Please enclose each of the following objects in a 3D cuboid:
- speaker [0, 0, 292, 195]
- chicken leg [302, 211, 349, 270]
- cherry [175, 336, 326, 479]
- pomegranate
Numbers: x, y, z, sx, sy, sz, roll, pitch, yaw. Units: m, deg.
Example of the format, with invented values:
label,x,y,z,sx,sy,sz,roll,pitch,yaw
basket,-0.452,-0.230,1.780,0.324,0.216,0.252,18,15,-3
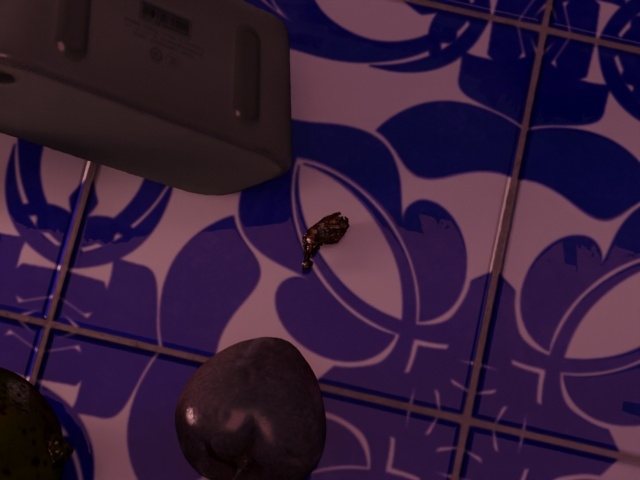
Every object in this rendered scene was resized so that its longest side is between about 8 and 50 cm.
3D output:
label,x,y,z,sx,sy,sz,roll,pitch,yaw
speaker,-0.217,-0.196,1.491,0.406,0.183,0.184,17,66,-38
chicken leg,0.000,-0.002,1.615,0.083,0.021,0.036,-44,91,-11
cherry,-0.078,0.194,1.506,0.176,0.140,0.176,7,53,-9
pomegranate,-0.382,0.241,1.476,0.198,0.246,0.198,18,60,-35
